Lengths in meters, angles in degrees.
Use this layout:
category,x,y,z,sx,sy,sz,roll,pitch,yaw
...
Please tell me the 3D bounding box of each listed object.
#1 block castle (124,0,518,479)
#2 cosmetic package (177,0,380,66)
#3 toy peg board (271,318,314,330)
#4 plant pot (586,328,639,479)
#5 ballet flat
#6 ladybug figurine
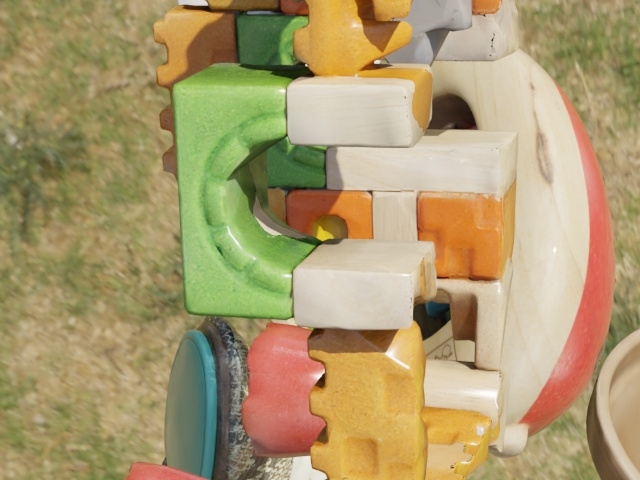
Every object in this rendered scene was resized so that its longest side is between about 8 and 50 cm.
category,x,y,z,sx,sy,sz,roll,pitch,yaw
block castle,-0.025,-0.054,0.748,0.213,0.303,0.453,3,107,16
cosmetic package,-0.055,-0.348,1.398,0.197,0.155,0.365,-8,112,13
toy peg board,0.000,0.000,1.218,0.079,0.161,0.160,-24,21,24
plant pot,0.280,0.165,0.935,0.237,0.109,0.237,8,37,-6
ballet flat,-0.092,0.252,1.358,0.182,0.483,0.164,4,40,-24
ladybug figurine,0.167,0.008,1.390,0.305,0.162,0.449,-42,40,46
